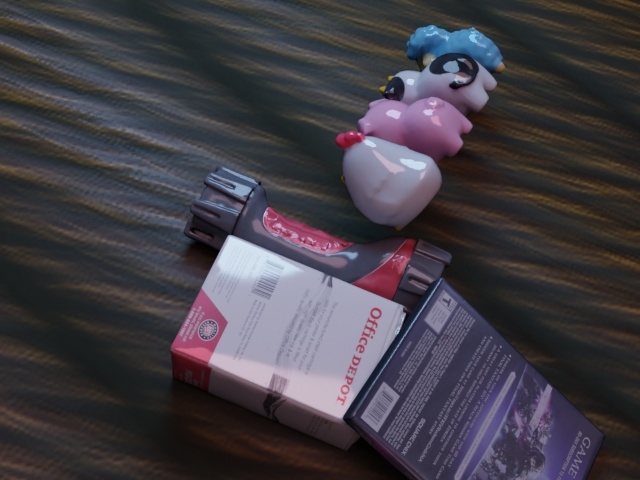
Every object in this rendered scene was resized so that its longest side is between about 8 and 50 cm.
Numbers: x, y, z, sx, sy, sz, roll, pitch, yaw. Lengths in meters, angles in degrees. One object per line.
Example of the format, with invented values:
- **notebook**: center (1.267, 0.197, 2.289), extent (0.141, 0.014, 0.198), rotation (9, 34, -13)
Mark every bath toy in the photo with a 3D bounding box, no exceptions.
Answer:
- **bath toy**: center (0.113, -0.152, 1.048), extent (0.129, 0.151, 0.348), rotation (39, 46, -7)

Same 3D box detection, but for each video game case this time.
- **video game case**: center (0.175, 0.201, 0.893), extent (0.274, 0.026, 0.196), rotation (44, 60, -10)

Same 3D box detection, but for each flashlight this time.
- **flashlight**: center (0.000, 0.000, 0.992), extent (0.304, 0.103, 0.103), rotation (25, 33, 5)

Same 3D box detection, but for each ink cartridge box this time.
- **ink cartridge box**: center (-0.034, 0.113, 0.922), extent (0.218, 0.092, 0.158), rotation (22, 59, 4)
